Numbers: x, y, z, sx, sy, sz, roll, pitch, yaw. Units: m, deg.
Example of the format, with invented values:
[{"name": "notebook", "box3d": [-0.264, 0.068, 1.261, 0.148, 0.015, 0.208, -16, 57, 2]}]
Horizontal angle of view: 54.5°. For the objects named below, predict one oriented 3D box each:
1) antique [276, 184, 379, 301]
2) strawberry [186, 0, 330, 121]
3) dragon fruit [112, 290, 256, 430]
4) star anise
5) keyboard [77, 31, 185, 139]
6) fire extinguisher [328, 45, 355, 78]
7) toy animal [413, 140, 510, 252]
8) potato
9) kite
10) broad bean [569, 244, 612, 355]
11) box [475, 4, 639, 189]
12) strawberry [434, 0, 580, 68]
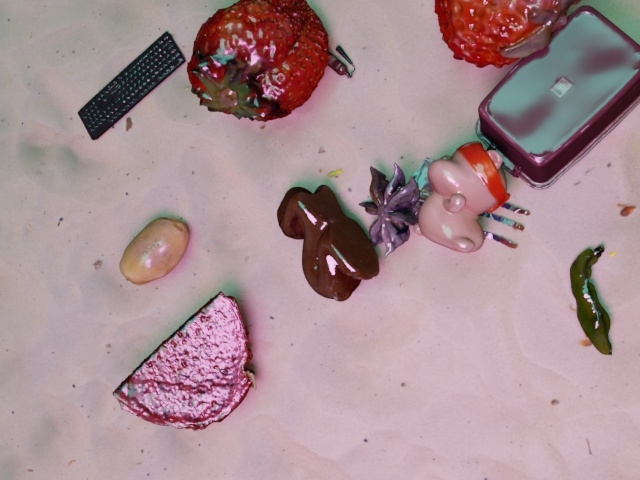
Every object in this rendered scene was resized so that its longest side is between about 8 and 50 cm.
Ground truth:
[{"name": "antique", "box3d": [0.000, 0.000, 1.248, 0.256, 0.121, 0.143, 55, 132, 12]}, {"name": "strawberry", "box3d": [-0.122, -0.385, 1.268, 0.239, 0.250, 0.288, 1, 61, 53]}, {"name": "dragon fruit", "box3d": [-0.246, 0.272, 1.317, 0.317, 0.152, 0.205, -42, 92, -1]}, {"name": "star anise", "box3d": [0.133, -0.063, 1.196, 0.180, 0.061, 0.204, 53, 141, 43]}, {"name": "keyboard", "box3d": [-0.454, -0.365, 1.484, 0.310, 0.018, 0.100, -36, 75, 15]}, {"name": "fire extinguisher", "box3d": [0.042, -0.375, 1.304, 0.046, 0.032, 0.100, -40, 71, -22]}, {"name": "toy animal", "box3d": [0.257, -0.082, 1.123, 0.171, 0.171, 0.197, 22, 95, 20]}, {"name": "potato", "box3d": [-0.367, 0.024, 1.384, 0.109, 0.118, 0.178, 41, 87, -18]}, {"name": "kite", "box3d": [0.276, -0.064, 1.205, 0.245, 0.015, 0.141, 23, 96, 20]}, {"name": "broad bean", "box3d": [0.479, 0.106, 1.104, 0.061, 0.046, 0.195, -4, 84, 22]}, {"name": "box", "box3d": [0.420, -0.247, 1.083, 0.294, 0.167, 0.193, -45, 75, 12]}, {"name": "strawberry", "box3d": [0.295, -0.447, 1.075, 0.265, 0.149, 0.336, -49, 35, 6]}]
